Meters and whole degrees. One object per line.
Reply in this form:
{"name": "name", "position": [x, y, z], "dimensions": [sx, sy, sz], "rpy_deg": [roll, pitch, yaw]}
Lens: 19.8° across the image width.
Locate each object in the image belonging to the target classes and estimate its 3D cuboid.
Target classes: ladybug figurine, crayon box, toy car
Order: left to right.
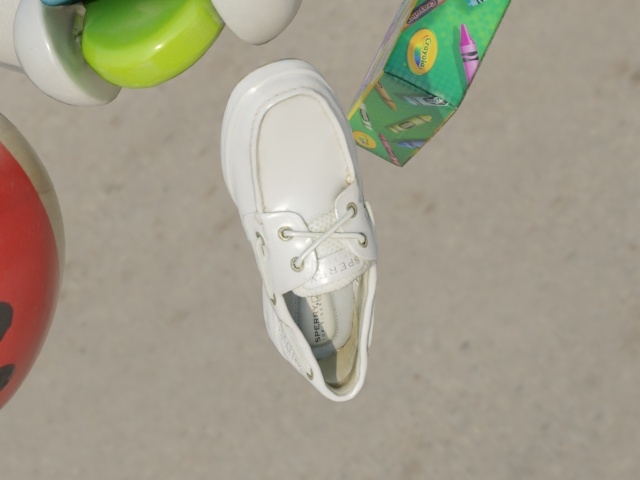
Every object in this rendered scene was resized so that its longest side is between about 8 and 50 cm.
{"name": "ladybug figurine", "position": [-0.369, 0.047, 1.567], "dimensions": [0.449, 0.305, 0.162], "rpy_deg": [100, 163, -47]}
{"name": "toy car", "position": [-0.099, -0.168, 0.948], "dimensions": [0.159, 0.136, 0.182], "rpy_deg": [-17, 52, 24]}
{"name": "crayon box", "position": [0.104, -0.184, 1.773], "dimensions": [0.165, 0.081, 0.278], "rpy_deg": [-64, 3, -11]}

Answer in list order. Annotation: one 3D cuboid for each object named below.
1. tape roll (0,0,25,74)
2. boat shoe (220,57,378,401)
{"name": "tape roll", "position": [-0.213, -0.335, 1.682], "dimensions": [0.392, 0.072, 0.392], "rpy_deg": [15, -90, -87]}
{"name": "boat shoe", "position": [0.000, 0.000, 1.296], "dimensions": [0.098, 0.277, 0.096], "rpy_deg": [-21, 41, -10]}
